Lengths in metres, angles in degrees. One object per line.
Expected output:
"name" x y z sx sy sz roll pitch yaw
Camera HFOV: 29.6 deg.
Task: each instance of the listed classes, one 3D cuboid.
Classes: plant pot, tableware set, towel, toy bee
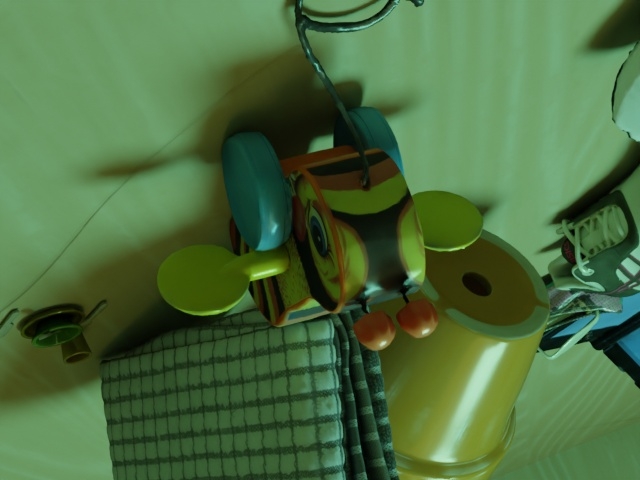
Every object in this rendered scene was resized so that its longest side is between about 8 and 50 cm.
"plant pot" 0.093 0.093 1.017 0.205 0.205 0.188 -7 141 -35
"tableware set" -0.233 0.082 0.875 0.154 0.024 0.104 -5 155 -39
"towel" -0.047 0.175 0.917 0.121 0.235 0.283 0 168 -40
"toy bee" 0.000 0.000 0.699 0.195 0.162 0.298 -20 161 2

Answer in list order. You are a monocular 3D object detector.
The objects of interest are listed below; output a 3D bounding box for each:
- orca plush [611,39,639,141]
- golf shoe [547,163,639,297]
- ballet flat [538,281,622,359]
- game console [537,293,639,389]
"orca plush" 0.282 -0.169 0.711 0.151 0.102 0.287 26 139 1
"golf shoe" 0.276 -0.003 1.069 0.120 0.105 0.273 -14 160 0
"ballet flat" 0.220 0.097 1.302 0.221 0.079 0.077 -27 161 15
"game console" 0.415 0.119 1.421 0.250 0.173 0.293 -7 155 -36
